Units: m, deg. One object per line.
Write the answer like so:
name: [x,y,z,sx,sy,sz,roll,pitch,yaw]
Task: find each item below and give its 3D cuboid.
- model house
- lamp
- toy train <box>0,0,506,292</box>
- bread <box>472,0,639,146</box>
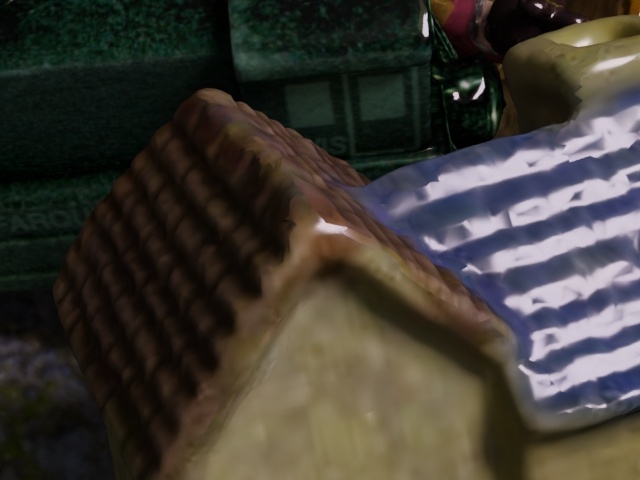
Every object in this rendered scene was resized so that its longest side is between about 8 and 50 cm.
model house: [0.048,0.053,0.638,0.321,0.266,0.261,-16,24,-14]
lamp: [0.078,-0.143,0.862,0.118,0.253,0.118,1,87,-19]
toy train: [-0.079,-0.073,0.720,0.330,0.178,0.138,-5,57,1]
bread: [0.242,-0.051,0.922,0.279,0.207,0.279,19,55,-19]
